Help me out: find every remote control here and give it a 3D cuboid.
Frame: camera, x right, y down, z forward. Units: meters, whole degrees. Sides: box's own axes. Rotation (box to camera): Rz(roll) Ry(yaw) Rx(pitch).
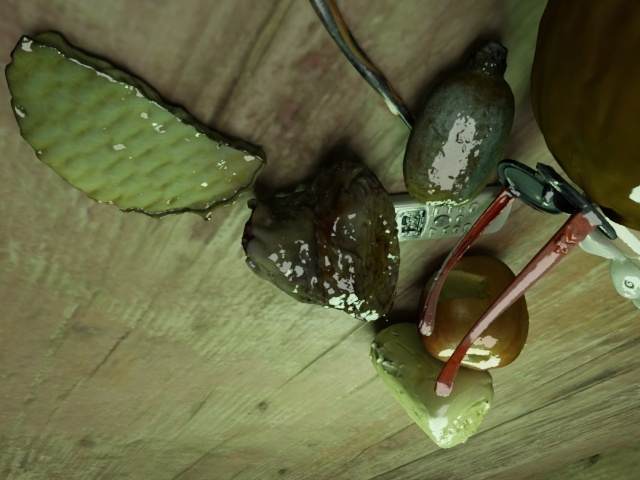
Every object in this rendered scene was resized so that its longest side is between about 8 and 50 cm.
[{"bbox_3d":[0.188,-0.038,0.638,0.190,0.029,0.087,-5,138,-3],"label":"remote control"}]

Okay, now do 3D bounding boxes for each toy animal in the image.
[{"bbox_3d":[0.524,0.037,0.705,0.221,0.130,0.104,26,143,-28],"label":"toy animal"}]

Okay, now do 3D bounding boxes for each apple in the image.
[{"bbox_3d":[0.258,0.116,0.719,0.199,0.199,0.199,-4,138,-4],"label":"apple"}]

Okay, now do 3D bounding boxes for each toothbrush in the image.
[{"bbox_3d":[0.070,-0.169,0.482,0.031,0.023,0.321,-29,134,19],"label":"toothbrush"}]

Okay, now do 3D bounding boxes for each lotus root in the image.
[{"bbox_3d":[0.161,-0.125,0.487,0.113,0.088,0.192,1,123,-23],"label":"lotus root"}]

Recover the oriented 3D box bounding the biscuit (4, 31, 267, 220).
[{"bbox_3d":[-0.220,-0.102,0.502,0.274,0.036,0.187,27,128,-33],"label":"biscuit"}]

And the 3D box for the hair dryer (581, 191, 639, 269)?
[{"bbox_3d":[0.542,-0.101,0.555,0.189,0.106,0.344,40,113,-7],"label":"hair dryer"}]

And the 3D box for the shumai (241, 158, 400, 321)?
[{"bbox_3d":[0.001,-0.004,0.583,0.185,0.183,0.218,14,161,30],"label":"shumai"}]

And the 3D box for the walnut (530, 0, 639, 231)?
[{"bbox_3d":[0.357,-0.168,0.306,0.354,0.308,0.397,10,127,-14],"label":"walnut"}]

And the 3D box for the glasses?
[{"bbox_3d":[0.186,0.027,0.509,0.118,0.234,0.268,38,104,-4],"label":"glasses"}]

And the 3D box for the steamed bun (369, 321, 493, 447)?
[{"bbox_3d":[0.221,0.266,0.849,0.166,0.232,0.273,-37,136,-8],"label":"steamed bun"}]
